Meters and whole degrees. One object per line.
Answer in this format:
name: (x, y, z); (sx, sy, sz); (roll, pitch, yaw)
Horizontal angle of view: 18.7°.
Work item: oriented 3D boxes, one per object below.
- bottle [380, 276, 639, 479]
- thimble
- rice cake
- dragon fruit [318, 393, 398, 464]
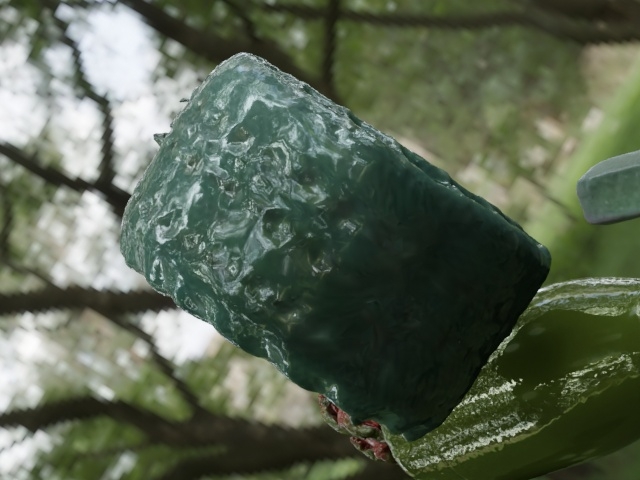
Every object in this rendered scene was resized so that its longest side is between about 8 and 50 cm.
bottle: (0.152, 0.081, 1.194); (0.260, 0.112, 0.112); (-26, 21, 48)
thimble: (0.000, 0.000, 1.103); (0.143, 0.235, 0.198); (-55, -14, 2)
rice cake: (0.257, -0.049, 1.108); (0.222, 0.042, 0.080); (-12, 7, 39)
dragon fruit: (0.081, 0.152, 2.093); (0.166, 0.172, 0.160); (-52, -19, -18)
